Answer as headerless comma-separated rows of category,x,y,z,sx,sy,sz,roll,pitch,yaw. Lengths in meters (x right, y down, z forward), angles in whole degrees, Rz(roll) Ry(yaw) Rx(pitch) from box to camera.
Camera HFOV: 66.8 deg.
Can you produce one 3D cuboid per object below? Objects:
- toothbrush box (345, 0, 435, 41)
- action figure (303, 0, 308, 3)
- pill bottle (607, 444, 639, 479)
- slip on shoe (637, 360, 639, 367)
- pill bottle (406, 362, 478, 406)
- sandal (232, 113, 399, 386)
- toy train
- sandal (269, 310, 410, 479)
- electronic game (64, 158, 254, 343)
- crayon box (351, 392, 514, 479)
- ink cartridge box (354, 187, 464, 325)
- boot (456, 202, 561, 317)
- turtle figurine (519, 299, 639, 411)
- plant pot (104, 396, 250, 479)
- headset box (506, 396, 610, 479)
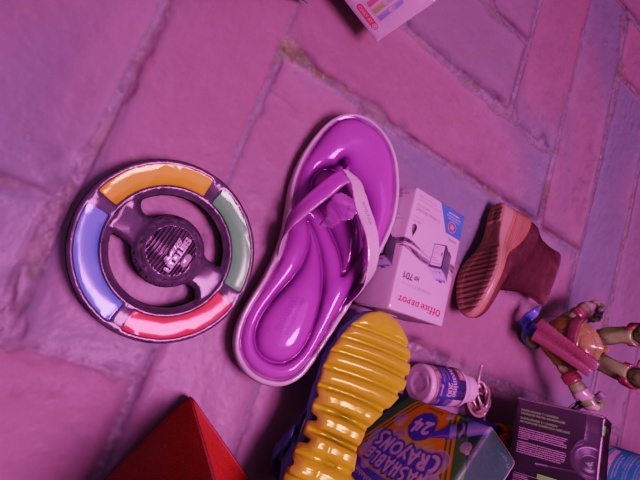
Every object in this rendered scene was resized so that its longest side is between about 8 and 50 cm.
toothbrush box,0.114,-0.484,0.736,0.206,0.122,0.283,43,56,-23
action figure,-0.124,-0.382,0.648,0.232,0.063,0.137,-24,91,-33
pill bottle,0.695,0.531,1.004,0.146,0.264,0.146,1,88,-31
slip on shoe,0.855,0.359,1.237,0.051,0.041,0.135,-43,110,-25
pill bottle,0.211,0.250,0.832,0.120,0.067,0.067,16,81,-30
sandal,0.014,0.006,0.674,0.169,0.102,0.416,22,78,-8
toy train,0.321,0.353,0.883,0.143,0.105,0.248,15,80,-41
sandal,0.016,0.239,0.679,0.126,0.138,0.317,36,69,-11
electronic game,-0.190,0.013,0.605,0.229,0.048,0.229,1,88,-32
crayon box,0.093,0.379,0.676,0.323,0.203,0.083,-44,110,-25
ink cartridge box,0.146,0.029,0.783,0.139,0.082,0.191,22,76,-38
boot,0.372,0.073,0.921,0.207,0.090,0.248,36,67,-23
turtle figurine,0.547,0.219,0.926,0.198,0.266,0.275,-43,113,-27
plant pot,-0.156,0.381,0.510,0.235,0.267,0.267,-32,105,-15
headset box,0.406,0.411,0.822,0.246,0.131,0.283,34,65,-52
